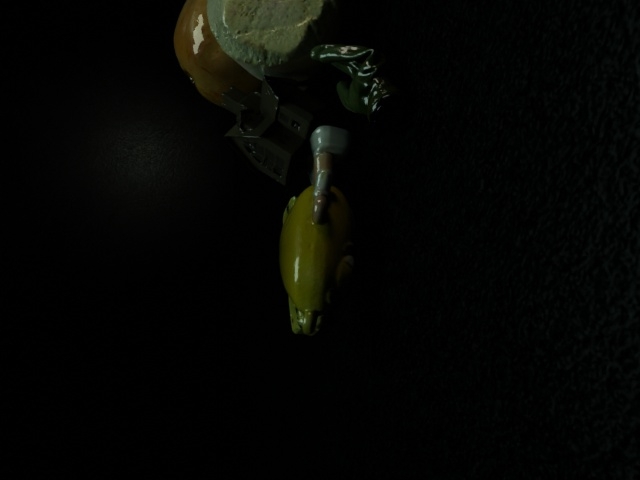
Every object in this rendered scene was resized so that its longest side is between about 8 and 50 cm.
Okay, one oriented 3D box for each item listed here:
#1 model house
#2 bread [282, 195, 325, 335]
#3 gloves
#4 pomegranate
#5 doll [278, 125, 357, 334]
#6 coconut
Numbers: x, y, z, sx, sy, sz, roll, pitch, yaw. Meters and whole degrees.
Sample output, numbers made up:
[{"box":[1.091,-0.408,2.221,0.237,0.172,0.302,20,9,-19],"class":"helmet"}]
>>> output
[{"box":[-0.119,-0.294,1.127,0.211,0.244,0.204,-53,-8,-32],"class":"model house"},{"box":[-0.047,0.070,1.310,0.138,0.077,0.360,132,136,-66],"class":"bread"},{"box":[0.076,-0.296,0.897,0.268,0.107,0.135,53,151,36],"class":"gloves"},{"box":[-0.206,-0.563,1.398,0.411,0.412,0.410,-179,90,-73],"class":"pomegranate"},{"box":[0.001,-0.036,1.063,0.348,0.162,0.422,-35,-53,-85],"class":"doll"},{"box":[-0.089,-0.501,1.075,0.309,0.298,0.297,-80,-6,-80],"class":"coconut"}]
